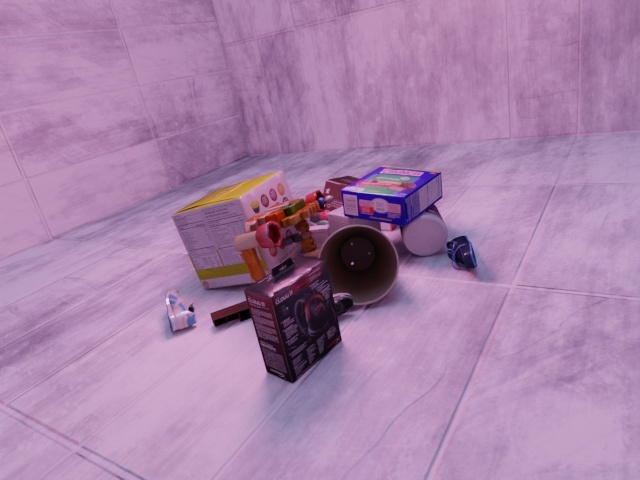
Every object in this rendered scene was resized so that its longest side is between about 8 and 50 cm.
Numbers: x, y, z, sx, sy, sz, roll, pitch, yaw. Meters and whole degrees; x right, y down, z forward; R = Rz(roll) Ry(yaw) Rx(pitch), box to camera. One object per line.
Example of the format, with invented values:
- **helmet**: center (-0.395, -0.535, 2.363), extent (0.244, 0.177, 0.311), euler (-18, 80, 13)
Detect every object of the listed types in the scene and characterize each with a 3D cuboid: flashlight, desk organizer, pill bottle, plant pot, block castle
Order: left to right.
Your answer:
- **desk organizer**: center (-0.296, 0.251, 1.538), extent (0.130, 0.047, 0.050), euler (-18, 25, -17)
- **block castle**: center (-0.073, 0.014, 1.628), extent (0.213, 0.303, 0.453), euler (-14, 15, 29)
- **flashlight**: center (0.034, -0.111, 2.170), extent (0.304, 0.103, 0.103), euler (18, -9, 36)
- **plant pot**: center (0.130, 0.062, 1.574), extent (0.257, 0.256, 0.274), euler (-9, 6, 6)
- **pill bottle**: center (0.397, -0.070, 1.827), extent (0.169, 0.169, 0.301), euler (-8, 22, 8)

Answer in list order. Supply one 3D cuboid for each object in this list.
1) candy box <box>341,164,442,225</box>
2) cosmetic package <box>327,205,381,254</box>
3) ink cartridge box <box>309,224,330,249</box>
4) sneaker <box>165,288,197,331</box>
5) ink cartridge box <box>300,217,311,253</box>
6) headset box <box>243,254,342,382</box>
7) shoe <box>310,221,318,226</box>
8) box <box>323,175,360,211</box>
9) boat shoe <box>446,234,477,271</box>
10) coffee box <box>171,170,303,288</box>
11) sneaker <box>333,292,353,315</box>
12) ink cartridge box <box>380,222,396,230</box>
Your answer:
- **candy box**: center (0.278, -0.180, 1.750), extent (0.268, 0.122, 0.317), euler (12, 29, 35)
- **cosmetic package**: center (0.142, -0.040, 1.854), extent (0.151, 0.183, 0.151), euler (-27, 27, -36)
- **ink cartridge box**: center (0.000, 0.000, 1.909), extent (0.089, 0.122, 0.052), euler (-5, 23, 14)
- **sneaker**: center (-0.495, 0.242, 1.623), extent (0.092, 0.087, 0.228), euler (-11, 27, -19)
- **ink cartridge box**: center (-0.122, -0.055, 1.996), extent (0.153, 0.208, 0.087), euler (2, 22, 29)
- **headset box**: center (-0.069, 0.191, 1.237), extent (0.110, 0.293, 0.218), euler (8, 30, 40)
- **shoe**: center (-0.021, -0.045, 2.092), extent (0.058, 0.076, 0.219), euler (-4, 16, -15)
- **box**: center (0.154, -0.214, 2.175), extent (0.191, 0.143, 0.381), euler (17, 14, 15)
- **boat shoe**: center (0.488, 0.051, 1.604), extent (0.089, 0.109, 0.258), euler (-14, 4, 13)
- **coffee box**: center (-0.305, -0.044, 1.821), extent (0.338, 0.334, 0.337), euler (-10, 20, 28)
- **sneaker**: center (0.020, 0.222, 1.414), extent (0.178, 0.072, 0.077), euler (-23, 11, 2)
- **ink cartridge box**: center (0.325, -0.169, 2.100), extent (0.100, 0.172, 0.237), euler (5, 26, 35)
